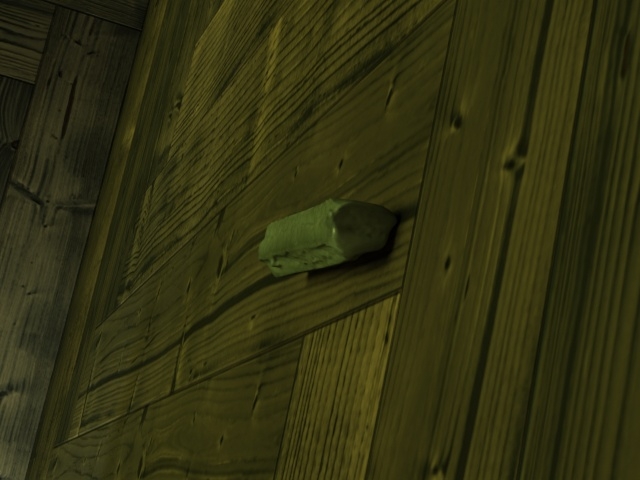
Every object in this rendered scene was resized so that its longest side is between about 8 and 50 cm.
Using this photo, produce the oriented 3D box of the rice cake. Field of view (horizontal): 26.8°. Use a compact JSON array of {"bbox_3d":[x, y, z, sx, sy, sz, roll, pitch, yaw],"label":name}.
[{"bbox_3d":[0.000,0.000,1.150,0.256,0.057,0.052,164,104,-73],"label":"rice cake"}]
